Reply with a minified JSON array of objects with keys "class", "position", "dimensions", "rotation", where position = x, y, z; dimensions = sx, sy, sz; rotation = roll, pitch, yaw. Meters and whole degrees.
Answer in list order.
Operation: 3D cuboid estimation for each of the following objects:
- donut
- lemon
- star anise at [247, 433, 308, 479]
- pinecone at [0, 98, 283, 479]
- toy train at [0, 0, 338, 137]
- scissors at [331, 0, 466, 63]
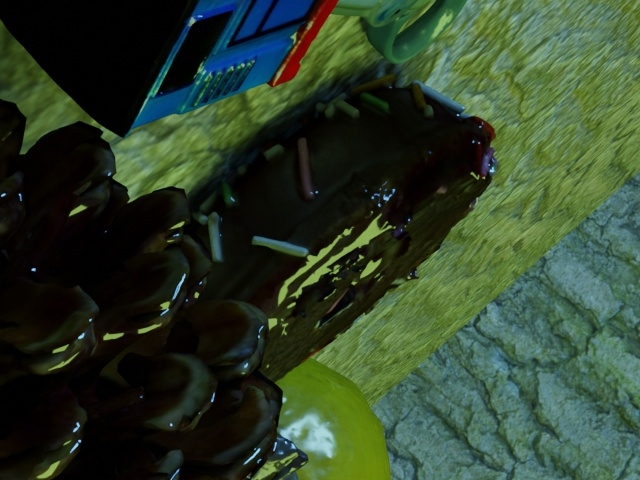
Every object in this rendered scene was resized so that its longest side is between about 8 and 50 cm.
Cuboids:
[{"class":"donut","position":[0.000,0.000,0.855],"dimensions":[0.269,0.103,0.270],"rotation":[-40,170,-8]},{"class":"lemon","position":[-0.052,0.214,1.166],"dimensions":[0.233,0.233,0.288],"rotation":[-37,170,-19]},{"class":"star anise","position":[-0.164,0.166,0.804],"dimensions":[0.331,0.118,0.332],"rotation":[-12,165,-3]},{"class":"pinecone","position":[-0.116,0.050,0.442],"dimensions":[0.221,0.221,0.221],"rotation":[-39,168,-10]},{"class":"toy train","position":[-0.010,-0.132,0.394],"dimensions":[0.131,0.083,0.204],"rotation":[-26,161,-44]},{"class":"scissors","position":[0.038,-0.136,0.652],"dimensions":[0.125,0.030,0.256],"rotation":[-48,168,24]}]
